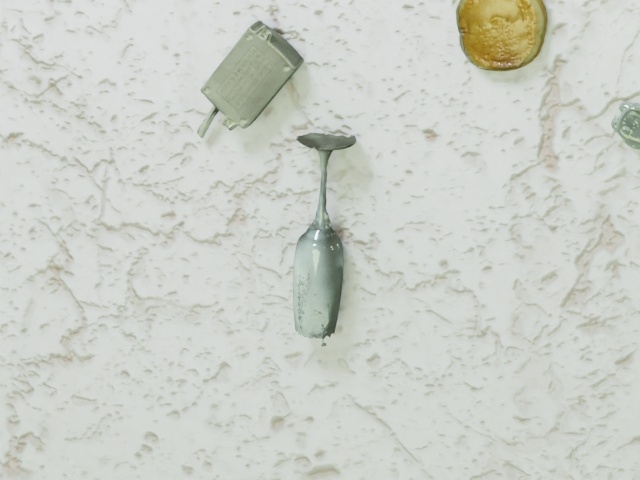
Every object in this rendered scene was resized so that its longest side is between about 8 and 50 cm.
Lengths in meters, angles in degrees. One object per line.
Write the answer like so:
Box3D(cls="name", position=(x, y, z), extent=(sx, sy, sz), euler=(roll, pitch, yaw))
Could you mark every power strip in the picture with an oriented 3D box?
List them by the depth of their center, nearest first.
Box3D(cls="power strip", position=(0.365, -0.121, 1.958), extent=(0.083, 0.035, 0.055), euler=(27, 116, 8))
Box3D(cls="power strip", position=(-0.094, -0.180, 2.075), extent=(0.075, 0.042, 0.175), euler=(42, 118, -1))

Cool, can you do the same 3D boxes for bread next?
Box3D(cls="bread", position=(0.202, -0.242, 1.967), extent=(0.110, 0.024, 0.110), euler=(6, 113, 15))

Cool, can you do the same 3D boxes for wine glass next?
Box3D(cls="wine glass", position=(0.000, 0.000, 2.103), extent=(0.074, 0.074, 0.262), euler=(9, 113, 14))
